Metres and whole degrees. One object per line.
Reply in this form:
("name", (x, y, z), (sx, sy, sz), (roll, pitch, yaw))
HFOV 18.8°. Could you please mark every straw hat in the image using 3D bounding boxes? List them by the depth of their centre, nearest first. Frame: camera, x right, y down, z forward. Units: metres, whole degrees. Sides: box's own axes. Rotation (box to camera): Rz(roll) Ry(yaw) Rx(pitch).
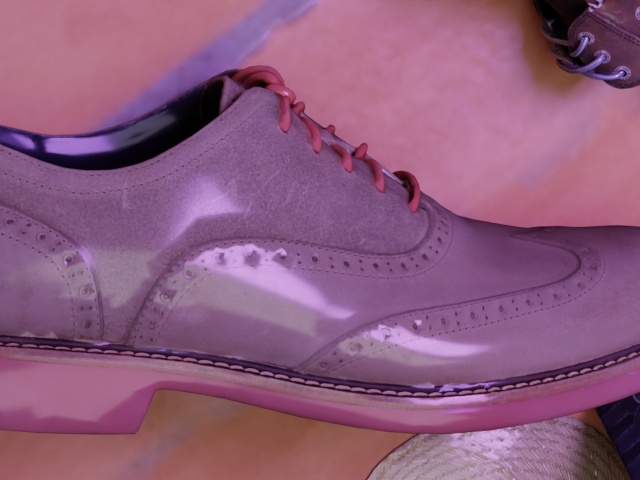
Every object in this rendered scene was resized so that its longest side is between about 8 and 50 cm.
("straw hat", (0.085, 0.145, 0.832), (0.144, 0.061, 0.144), (-4, 105, -15))

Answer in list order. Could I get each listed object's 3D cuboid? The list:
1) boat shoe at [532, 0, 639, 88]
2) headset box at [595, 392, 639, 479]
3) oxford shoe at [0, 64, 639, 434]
("boat shoe", (0.123, -0.095, 0.772), (0.183, 0.066, 0.066), (8, 104, -18))
("headset box", (0.293, 0.087, 0.816), (0.283, 0.131, 0.246), (-44, 113, 13))
("oxford shoe", (0.000, 0.000, 0.736), (0.348, 0.123, 0.130), (-1, 100, -17))
